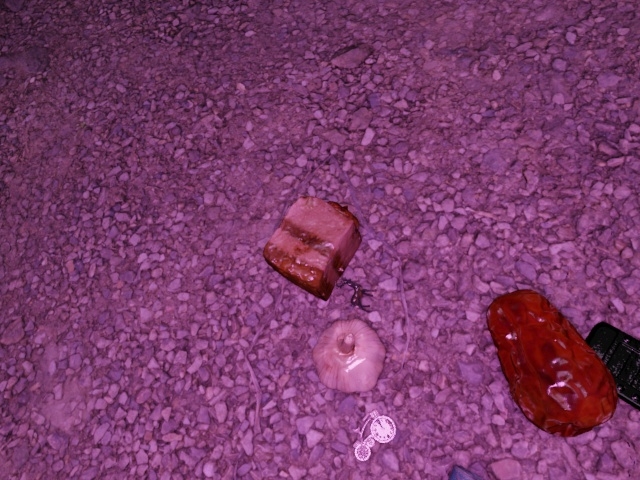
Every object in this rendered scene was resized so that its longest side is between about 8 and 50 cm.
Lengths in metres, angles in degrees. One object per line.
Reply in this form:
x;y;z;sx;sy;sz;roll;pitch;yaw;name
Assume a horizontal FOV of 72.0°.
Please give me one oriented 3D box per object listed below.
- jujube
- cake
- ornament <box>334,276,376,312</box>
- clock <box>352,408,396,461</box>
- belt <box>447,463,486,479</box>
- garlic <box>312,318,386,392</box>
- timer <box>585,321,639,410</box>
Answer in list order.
0.523;0.271;1.034;0.216;0.216;0.342;-20;51;4;jujube
0.000;0.000;1.260;0.196;0.199;0.293;29;76;24;cake
0.093;0.148;1.235;0.125;0.028;0.073;25;73;-14;ornament
0.128;0.491;1.113;0.129;0.041;0.087;-42;70;-12;clock
0.362;0.574;0.974;0.163;0.147;0.082;18;75;41;belt
0.069;0.284;1.111;0.199;0.226;0.199;-3;65;6;garlic
0.722;0.301;1.052;0.187;0.055;0.144;34;77;27;timer
